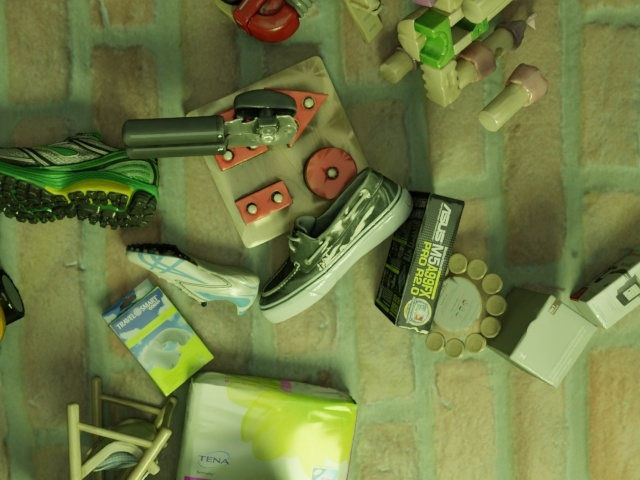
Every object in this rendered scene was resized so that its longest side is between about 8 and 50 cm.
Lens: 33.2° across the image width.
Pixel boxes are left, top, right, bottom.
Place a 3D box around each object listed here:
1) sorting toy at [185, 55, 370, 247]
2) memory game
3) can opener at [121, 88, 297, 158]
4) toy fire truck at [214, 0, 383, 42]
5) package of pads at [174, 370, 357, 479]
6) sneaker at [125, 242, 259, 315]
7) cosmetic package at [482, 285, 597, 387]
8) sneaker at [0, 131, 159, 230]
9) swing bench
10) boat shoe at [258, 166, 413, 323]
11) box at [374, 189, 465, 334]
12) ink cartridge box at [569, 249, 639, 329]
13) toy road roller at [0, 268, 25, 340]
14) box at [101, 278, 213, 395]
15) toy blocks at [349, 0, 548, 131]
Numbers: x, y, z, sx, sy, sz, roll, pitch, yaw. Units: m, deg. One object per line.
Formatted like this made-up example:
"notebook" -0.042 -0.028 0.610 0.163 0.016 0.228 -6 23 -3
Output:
"sorting toy" -0.063 -0.151 1.831 0.256 0.089 0.257 -25 95 -3
"memory game" 0.236 0.113 1.861 0.186 0.012 0.186 -5 80 32
"can opener" -0.178 -0.190 1.750 0.284 0.076 0.095 -3 61 -4
"toy fire truck" -0.024 -0.408 1.804 0.246 0.158 0.217 38 89 4
"package of pads" -0.093 0.353 1.856 0.297 0.101 0.229 8 93 -6
"sneaker" -0.224 0.064 1.837 0.237 0.085 0.086 19 99 -3
"cosmetic package" 0.361 0.158 1.814 0.107 0.238 0.127 34 90 -7
"sneaker" -0.435 -0.111 1.802 0.344 0.134 0.146 8 57 1
"swing bench" -0.349 0.381 1.760 0.165 0.253 0.254 16 92 -5
"boat shoe" 0.000 0.000 1.801 0.119 0.121 0.335 41 108 -19
"box" 0.159 0.028 1.773 0.060 0.270 0.216 14 92 -5
"ink cartridge box" 0.528 0.083 1.888 0.150 0.109 0.063 -37 93 -2
"toy road roller" -0.629 0.056 1.712 0.203 0.240 0.329 -25 101 -3
"box" -0.280 0.165 1.846 0.109 0.042 0.178 -39 95 -16
"toy blocks" 0.247 -0.395 1.760 0.260 0.309 0.288 -43 141 -21
